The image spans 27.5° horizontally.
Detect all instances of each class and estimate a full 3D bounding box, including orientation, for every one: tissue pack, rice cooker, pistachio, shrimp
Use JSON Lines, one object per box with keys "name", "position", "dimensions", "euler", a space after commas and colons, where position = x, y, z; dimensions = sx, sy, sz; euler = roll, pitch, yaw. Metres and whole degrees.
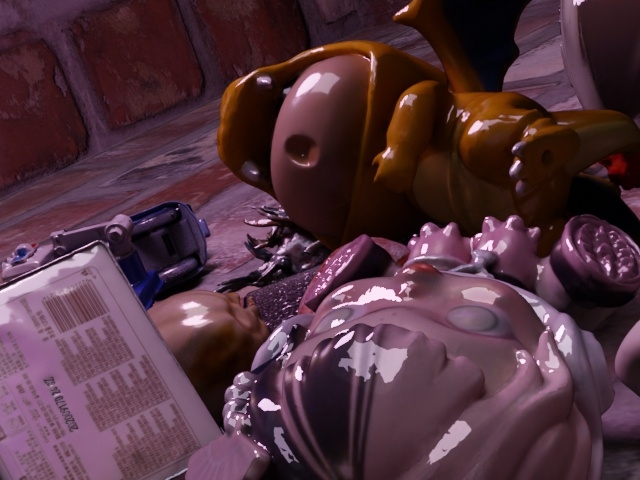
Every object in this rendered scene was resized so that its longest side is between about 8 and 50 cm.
{"name": "tissue pack", "position": [-0.209, 0.144, 1.096], "dimensions": [0.185, 0.225, 0.124], "euler": [-27, -22, -20]}
{"name": "rice cooker", "position": [0.485, -0.255, 1.529], "dimensions": [0.325, 0.335, 0.335], "euler": [-7, 19, 40]}
{"name": "pistachio", "position": [-0.124, 0.121, 1.251], "dimensions": [0.144, 0.144, 0.215], "euler": [-31, -7, -38]}
{"name": "shrimp", "position": [0.002, 0.000, 1.610], "dimensions": [0.372, 0.137, 0.172], "euler": [-17, -24, -20]}

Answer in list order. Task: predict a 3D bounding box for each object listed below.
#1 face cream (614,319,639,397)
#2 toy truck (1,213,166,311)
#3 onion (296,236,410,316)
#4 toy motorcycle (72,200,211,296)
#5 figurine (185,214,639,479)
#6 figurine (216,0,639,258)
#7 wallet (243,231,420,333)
{"name": "face cream", "position": [0.323, 0.099, 0.869], "dimensions": [0.174, 0.081, 0.348], "euler": [-20, 14, -5]}
{"name": "toy truck", "position": [-0.304, 0.077, 1.594], "dimensions": [0.213, 0.177, 0.161], "euler": [-17, 16, 10]}
{"name": "onion", "position": [0.045, 0.097, 1.159], "dimensions": [0.159, 0.159, 0.195], "euler": [3, 56, 57]}
{"name": "toy motorcycle", "position": [-0.322, 0.048, 1.859], "dimensions": [0.359, 0.125, 0.213], "euler": [-23, 6, -22]}
{"name": "figurine", "position": [0.089, 0.111, 0.875], "dimensions": [0.253, 0.211, 0.361], "euler": [-19, 11, 26]}
{"name": "figurine", "position": [0.126, -0.075, 1.285], "dimensions": [0.387, 0.401, 0.268], "euler": [18, 72, 46]}
{"name": "wallet", "position": [0.027, 0.080, 1.375], "dimensions": [0.221, 0.071, 0.262], "euler": [-18, 21, 2]}
